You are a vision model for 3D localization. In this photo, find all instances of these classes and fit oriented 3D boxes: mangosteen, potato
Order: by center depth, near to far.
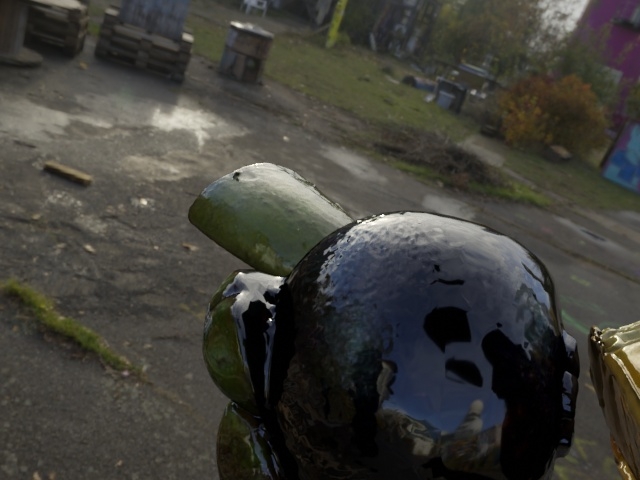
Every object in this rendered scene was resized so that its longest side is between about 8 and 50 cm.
[{"bbox_3d":[0.044,0.093,0.420,0.243,0.242,0.243,18,20,-7],"label":"mangosteen"},{"bbox_3d":[0.000,0.000,0.891,0.255,0.112,0.270,38,20,35],"label":"potato"}]

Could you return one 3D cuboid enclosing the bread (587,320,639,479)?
[{"bbox_3d":[0.224,0.115,0.353,0.114,0.132,0.190,-18,21,8],"label":"bread"}]
